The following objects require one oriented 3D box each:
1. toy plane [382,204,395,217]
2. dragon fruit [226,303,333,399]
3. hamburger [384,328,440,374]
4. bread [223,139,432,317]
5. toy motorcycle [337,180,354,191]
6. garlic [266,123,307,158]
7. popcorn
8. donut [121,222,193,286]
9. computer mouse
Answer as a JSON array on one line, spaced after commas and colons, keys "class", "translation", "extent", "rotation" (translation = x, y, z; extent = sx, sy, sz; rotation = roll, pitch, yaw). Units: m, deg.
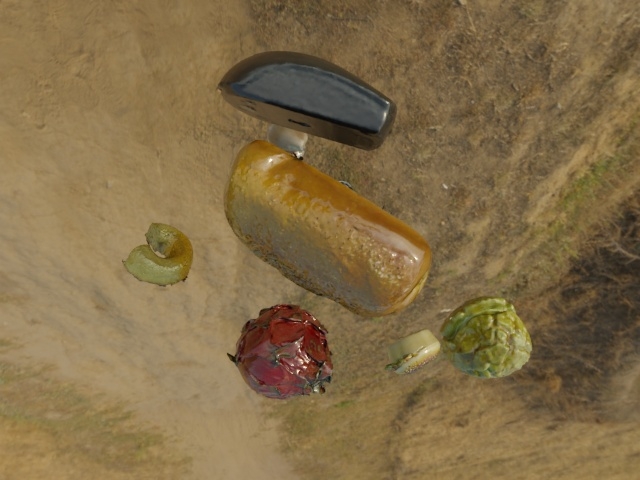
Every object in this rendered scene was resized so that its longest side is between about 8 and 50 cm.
[{"class": "toy plane", "translation": [0.186, -0.070, 1.222], "extent": [0.085, 0.077, 0.024], "rotation": [4, -172, 41]}, {"class": "dragon fruit", "translation": [-0.092, 0.286, 1.036], "extent": [0.299, 0.244, 0.244], "rotation": [11, 157, 46]}, {"class": "hamburger", "translation": [0.215, 0.268, 0.953], "extent": [0.141, 0.081, 0.126], "rotation": [-12, 152, -23]}, {"class": "bread", "translation": [-0.004, 0.007, 0.634], "extent": [0.337, 0.328, 0.147], "rotation": [32, 85, 4]}, {"class": "toy motorcycle", "translation": [0.025, -0.076, 1.429], "extent": [0.341, 0.222, 0.108], "rotation": [-35, 175, -29]}, {"class": "garlic", "translation": [-0.113, -0.352, 1.330], "extent": [0.132, 0.324, 0.278], "rotation": [14, 132, -11]}, {"class": "popcorn", "translation": [0.531, 0.322, 1.322], "extent": [0.282, 0.281, 0.247], "rotation": [-28, 155, 16]}, {"class": "donut", "translation": [-0.374, 0.032, 0.974], "extent": [0.146, 0.181, 0.078], "rotation": [29, 116, -14]}, {"class": "computer mouse", "translation": [-0.014, -0.223, 0.623], "extent": [0.270, 0.170, 0.100], "rotation": [16, 96, 1]}]
